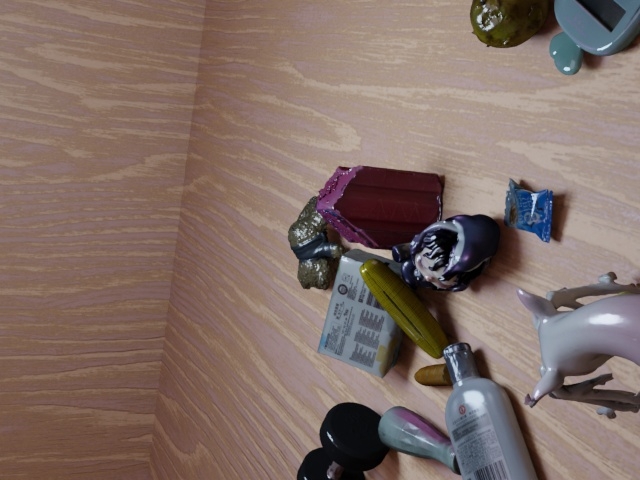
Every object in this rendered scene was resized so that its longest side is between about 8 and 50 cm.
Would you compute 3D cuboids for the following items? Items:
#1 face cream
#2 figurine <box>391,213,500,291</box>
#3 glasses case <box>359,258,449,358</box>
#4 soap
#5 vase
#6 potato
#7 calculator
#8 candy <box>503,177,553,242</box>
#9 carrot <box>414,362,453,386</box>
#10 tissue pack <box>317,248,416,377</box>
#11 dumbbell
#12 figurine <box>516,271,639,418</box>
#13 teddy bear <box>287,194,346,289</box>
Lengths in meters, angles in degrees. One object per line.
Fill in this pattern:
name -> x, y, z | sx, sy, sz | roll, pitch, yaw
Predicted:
face cream -> 0.278, 0.320, 1.339 | 0.144, 0.071, 0.291 | -44, 50, 38
figurine -> 0.242, 0.025, 1.410 | 0.222, 0.145, 0.146 | 156, 114, -65
glasses case -> 0.162, 0.130, 1.482 | 0.064, 0.079, 0.234 | -41, 88, 14
soap -> 0.116, -0.066, 1.510 | 0.099, 0.249, 0.162 | 21, 104, 60
vase -> 0.205, 0.388, 1.477 | 0.214, 0.086, 0.086 | 10, 96, 58
potato -> 0.318, -0.403, 1.295 | 0.137, 0.137, 0.176 | -13, 54, 62
calculator -> 0.438, -0.384, 1.143 | 0.299, 0.041, 0.186 | -63, 35, 34
candy -> 0.348, -0.054, 1.293 | 0.136, 0.038, 0.088 | -142, 46, -66
carrot -> 0.220, 0.263, 1.492 | 0.139, 0.048, 0.048 | 154, 116, -61
tissue pack -> 0.110, 0.143, 1.627 | 0.159, 0.145, 0.230 | 19, 109, 17
dumbbell -> 0.049, 0.479, 1.687 | 0.152, 0.152, 0.218 | 63, 141, 44
figurine -> 0.381, 0.143, 0.942 | 0.315, 0.284, 0.207 | 7, 89, 57
teddy bear -> -0.018, -0.003, 1.894 | 0.182, 0.129, 0.252 | 179, 94, -65
